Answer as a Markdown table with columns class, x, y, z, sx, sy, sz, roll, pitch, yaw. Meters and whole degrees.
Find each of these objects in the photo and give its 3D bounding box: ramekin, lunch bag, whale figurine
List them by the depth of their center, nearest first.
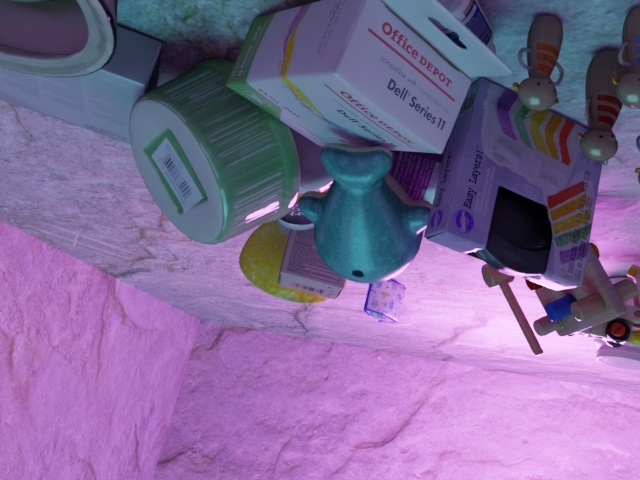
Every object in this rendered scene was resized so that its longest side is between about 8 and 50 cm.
| class | x | y | z | sx | sy | sz | roll | pitch | yaw |
| --- | --- | --- | --- | --- | --- | --- | --- | --- | --- |
| whale figurine | 0.064 | -0.032 | 1.001 | 0.216 | 0.141 | 0.272 | 7 | 150 | 14 |
| ramekin | -0.190 | -0.140 | 1.115 | 0.303 | 0.148 | 0.304 | 32 | 140 | 32 |
| lunch bag | 0.194 | 0.186 | 2.109 | 0.096 | 0.129 | 0.151 | 0 | 158 | 37 |

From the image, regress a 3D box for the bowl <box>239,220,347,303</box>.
| class | x | y | z | sx | sy | sz | roll | pitch | yaw |
| --- | --- | --- | --- | --- | --- | --- | --- | --- | --- |
| bowl | -0.052 | 0.013 | 1.673 | 0.289 | 0.289 | 0.156 | 15 | 121 | -2 |

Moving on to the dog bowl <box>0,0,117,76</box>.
| class | x | y | z | sx | sy | sz | roll | pitch | yaw |
| --- | --- | --- | --- | --- | --- | --- | --- | --- | --- |
| dog bowl | -0.439 | -0.384 | 0.829 | 0.407 | 0.151 | 0.408 | 12 | 162 | 4 |

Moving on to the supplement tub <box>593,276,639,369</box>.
| class | x | y | z | sx | sy | sz | roll | pitch | yaw |
| --- | --- | --- | --- | --- | --- | --- | --- | --- | --- |
| supplement tub | 0.750 | 0.204 | 1.603 | 0.144 | 0.200 | 0.144 | 13 | 163 | 4 |

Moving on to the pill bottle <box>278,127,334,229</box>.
| class | x | y | z | sx | sy | sz | roll | pitch | yaw |
| --- | --- | --- | --- | --- | --- | --- | --- | --- | --- |
| pill bottle | -0.037 | -0.124 | 1.286 | 0.162 | 0.162 | 0.278 | 14 | 162 | 2 |

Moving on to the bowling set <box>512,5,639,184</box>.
| class | x | y | z | sx | sy | sz | roll | pitch | yaw |
| --- | --- | --- | --- | --- | --- | --- | --- | --- | --- |
| bowling set | 0.391 | -0.182 | 0.779 | 0.286 | 0.154 | 0.200 | 20 | 162 | -18 |

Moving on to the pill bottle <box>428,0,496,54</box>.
| class | x | y | z | sx | sy | sz | roll | pitch | yaw |
| --- | --- | --- | --- | --- | --- | --- | --- | --- | --- |
| pill bottle | 0.178 | -0.268 | 0.830 | 0.067 | 0.067 | 0.120 | 1 | 158 | 36 |

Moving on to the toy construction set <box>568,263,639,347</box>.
| class | x | y | z | sx | sy | sz | roll | pitch | yaw |
| --- | --- | --- | --- | --- | --- | --- | --- | --- | --- |
| toy construction set | 0.627 | 0.120 | 1.455 | 0.327 | 0.215 | 0.151 | 6 | 161 | 37 |

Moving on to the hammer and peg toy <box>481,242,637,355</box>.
| class | x | y | z | sx | sy | sz | roll | pitch | yaw |
| --- | --- | --- | --- | --- | --- | --- | --- | --- | --- |
| hammer and peg toy | 0.472 | 0.076 | 1.345 | 0.127 | 0.266 | 0.361 | -22 | 165 | -10 |

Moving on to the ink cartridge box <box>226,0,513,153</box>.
| class | x | y | z | sx | sy | sz | roll | pitch | yaw |
| --- | --- | --- | --- | --- | --- | --- | --- | --- | --- |
| ink cartridge box | 0.050 | -0.215 | 0.879 | 0.207 | 0.119 | 0.353 | 28 | 172 | -34 |

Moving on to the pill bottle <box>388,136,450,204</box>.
| class | x | y | z | sx | sy | sz | roll | pitch | yaw |
| --- | --- | --- | --- | --- | --- | --- | --- | --- | --- |
| pill bottle | 0.199 | -0.117 | 1.110 | 0.301 | 0.169 | 0.169 | 15 | 163 | 0 |

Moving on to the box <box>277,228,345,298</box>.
| class | x | y | z | sx | sy | sz | roll | pitch | yaw |
| --- | --- | --- | --- | --- | --- | --- | --- | --- | --- |
| box | 0.000 | 0.000 | 1.517 | 0.148 | 0.233 | 0.127 | 15 | 163 | -2 |

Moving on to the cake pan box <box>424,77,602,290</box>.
| class | x | y | z | sx | sy | sz | roll | pitch | yaw |
| --- | --- | --- | --- | --- | --- | --- | --- | --- | --- |
| cake pan box | 0.299 | -0.077 | 0.993 | 0.245 | 0.267 | 0.070 | 21 | 164 | -14 |

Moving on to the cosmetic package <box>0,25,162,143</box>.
| class | x | y | z | sx | sy | sz | roll | pitch | yaw |
| --- | --- | --- | --- | --- | --- | --- | --- | --- | --- |
| cosmetic package | -0.483 | -0.314 | 1.166 | 0.377 | 0.098 | 0.284 | 18 | 160 | -12 |
